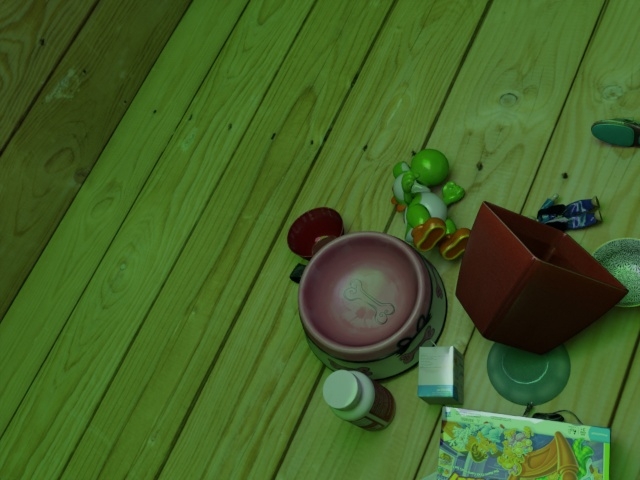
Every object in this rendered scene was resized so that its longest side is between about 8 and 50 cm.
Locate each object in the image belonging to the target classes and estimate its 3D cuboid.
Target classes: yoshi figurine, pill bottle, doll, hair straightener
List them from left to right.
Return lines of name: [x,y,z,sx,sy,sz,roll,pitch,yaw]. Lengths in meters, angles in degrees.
pill bottle: [0.093,0.391,1.551,0.121,0.216,0.121,-13,59,23]
yoshi figurine: [0.305,-0.130,1.734,0.203,0.203,0.362,-15,43,-1]
hair straightener: [0.481,0.408,1.421,0.231,0.047,0.089,-4,67,29]
doll: [0.612,-0.063,1.607,0.189,0.046,0.129,-15,67,30]

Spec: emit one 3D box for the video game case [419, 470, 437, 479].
video game case: [0.324,0.581,1.440,0.157,0.019,0.143,-33,53,11]

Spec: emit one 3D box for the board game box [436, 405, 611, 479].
board game box: [0.431,0.497,1.349,0.347,0.078,0.233,1,74,25]

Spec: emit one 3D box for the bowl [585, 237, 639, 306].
bowl: [0.706,0.087,1.449,0.170,0.080,0.170,-14,58,24]

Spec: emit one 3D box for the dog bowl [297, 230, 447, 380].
dog bowl: [0.120,0.155,1.669,0.408,0.150,0.407,-8,63,16]

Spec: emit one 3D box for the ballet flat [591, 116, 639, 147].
ballet flat: [0.810,-0.277,1.600,0.222,0.076,0.079,18,56,31]

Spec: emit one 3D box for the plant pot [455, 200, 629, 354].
plant pot: [0.466,0.103,1.438,0.235,0.268,0.267,-63,24,23]

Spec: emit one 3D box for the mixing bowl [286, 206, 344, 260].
mixing bowl: [0.000,0.000,1.885,0.182,0.098,0.181,-14,49,17]

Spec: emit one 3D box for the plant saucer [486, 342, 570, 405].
plant saucer: [0.488,0.291,1.493,0.195,0.037,0.194,-13,59,23]

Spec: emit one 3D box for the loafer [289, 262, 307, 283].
loafer: [-0.013,0.095,1.875,0.170,0.062,0.061,3,62,30]

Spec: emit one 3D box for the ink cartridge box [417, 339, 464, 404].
ink cartridge box: [0.297,0.323,1.549,0.090,0.092,0.143,-6,62,27]
